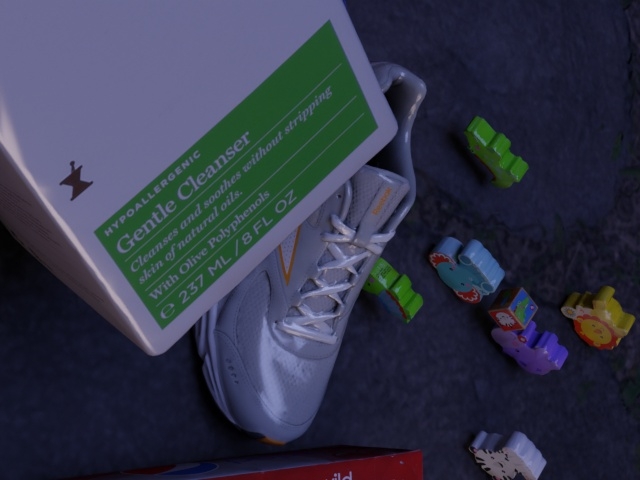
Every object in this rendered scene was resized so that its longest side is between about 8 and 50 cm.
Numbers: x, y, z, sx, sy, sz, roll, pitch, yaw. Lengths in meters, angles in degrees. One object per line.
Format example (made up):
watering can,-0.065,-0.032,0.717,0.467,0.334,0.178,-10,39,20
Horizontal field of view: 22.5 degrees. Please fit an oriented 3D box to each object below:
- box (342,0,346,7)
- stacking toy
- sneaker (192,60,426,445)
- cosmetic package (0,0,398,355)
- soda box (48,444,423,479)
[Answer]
box,-0.079,-0.125,1.006,0.136,0.036,0.225,41,60,-12
stacking toy,0.127,0.046,1.169,0.221,0.052,0.167,52,56,-21
sneaker,0.000,0.000,1.022,0.099,0.121,0.263,19,74,-35
cosmetic package,-0.125,-0.140,0.771,0.197,0.155,0.365,-44,140,-13
soda box,-0.057,0.181,0.982,0.263,0.083,0.092,0,87,-39
